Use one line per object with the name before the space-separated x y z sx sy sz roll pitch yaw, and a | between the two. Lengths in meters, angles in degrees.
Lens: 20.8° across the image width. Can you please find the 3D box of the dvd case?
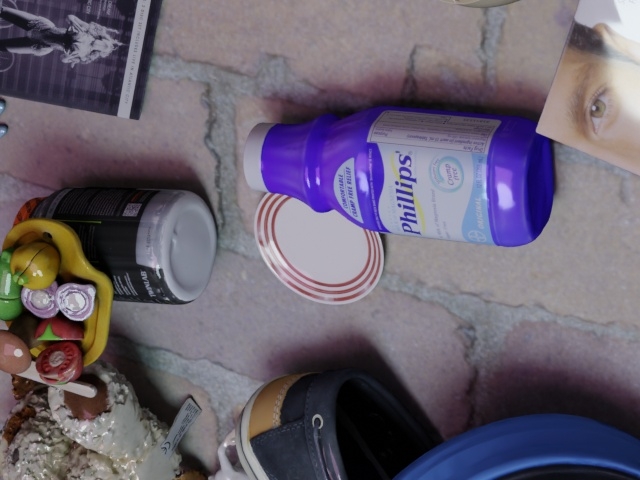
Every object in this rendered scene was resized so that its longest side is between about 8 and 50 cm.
dvd case | -0.270 -0.205 1.674 0.221 0.018 0.164 10 128 -7

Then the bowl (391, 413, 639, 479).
bowl | 0.205 0.359 1.652 0.391 0.077 0.391 -4 107 -12

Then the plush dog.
plush dog | -0.271 0.241 1.942 0.225 0.211 0.262 15 98 36

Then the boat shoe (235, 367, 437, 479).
boat shoe | 0.114 0.333 1.768 0.156 0.187 0.500 -32 96 44

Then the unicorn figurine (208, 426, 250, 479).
unicorn figurine | -0.079 0.260 1.884 0.162 0.060 0.111 21 96 37

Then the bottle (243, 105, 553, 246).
bottle | 0.068 -0.064 1.590 0.283 0.092 0.118 7 124 24

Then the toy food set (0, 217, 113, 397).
toy food set | -0.281 0.084 1.733 0.128 0.071 0.217 21 128 15

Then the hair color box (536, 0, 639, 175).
hair color box | 0.363 -0.115 1.393 0.339 0.110 0.185 25 129 14

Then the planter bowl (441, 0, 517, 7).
planter bowl | 0.127 -0.257 1.425 0.162 0.109 0.162 13 125 19

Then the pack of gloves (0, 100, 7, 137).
pack of gloves | -0.449 -0.154 1.840 0.232 0.046 0.195 -24 106 37

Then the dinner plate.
dinner plate | 0.000 0.000 1.717 0.141 0.017 0.141 13 124 20

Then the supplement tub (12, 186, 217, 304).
supplement tub | -0.212 0.004 1.768 0.190 0.117 0.117 3 121 27
